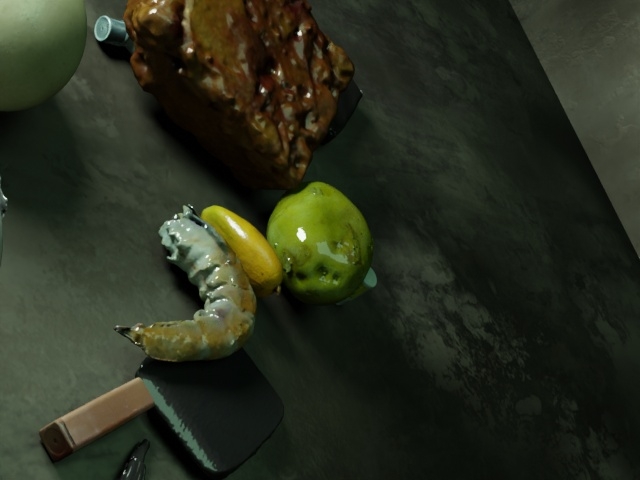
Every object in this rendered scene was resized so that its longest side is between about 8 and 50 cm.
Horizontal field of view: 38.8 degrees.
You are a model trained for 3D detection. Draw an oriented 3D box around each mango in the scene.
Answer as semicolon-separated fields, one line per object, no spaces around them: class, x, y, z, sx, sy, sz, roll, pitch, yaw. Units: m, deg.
mango;-0.124;0.018;1.403;0.066;0.101;0.187;-29;75;-41

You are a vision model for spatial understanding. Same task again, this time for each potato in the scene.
potato;0.000;0.000;1.516;0.186;0.149;0.253;3;43;-15

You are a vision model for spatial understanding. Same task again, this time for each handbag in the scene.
handbag;-0.020;-0.326;1.861;0.223;0.080;0.247;54;31;-16

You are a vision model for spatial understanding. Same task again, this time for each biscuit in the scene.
biscuit;-0.136;-0.310;1.541;0.395;0.166;0.343;50;49;-29

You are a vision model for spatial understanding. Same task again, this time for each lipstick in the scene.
lipstick;-0.268;0.215;1.098;0.045;0.045;0.145;58;32;6

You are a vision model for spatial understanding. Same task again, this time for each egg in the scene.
egg;-0.419;-0.296;1.194;0.219;0.219;0.269;17;45;-44

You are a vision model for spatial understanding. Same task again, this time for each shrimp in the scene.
shrimp;-0.174;0.085;1.280;0.185;0.068;0.287;34;38;-14

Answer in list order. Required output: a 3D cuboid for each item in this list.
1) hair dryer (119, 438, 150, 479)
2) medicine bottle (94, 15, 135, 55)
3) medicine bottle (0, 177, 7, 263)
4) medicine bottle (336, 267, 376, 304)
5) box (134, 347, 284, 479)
hair dryer;-0.208;0.330;1.073;0.195;0.075;0.219;46;25;-33
medicine bottle;-0.287;-0.340;1.544;0.208;0.053;0.090;2;66;-52
medicine bottle;-0.504;-0.004;0.832;0.378;0.213;0.214;-2;64;-52
medicine bottle;0.055;0.078;1.593;0.047;0.083;0.047;33;38;-31
box;-0.149;0.213;1.254;0.201;0.042;0.212;53;32;-4
